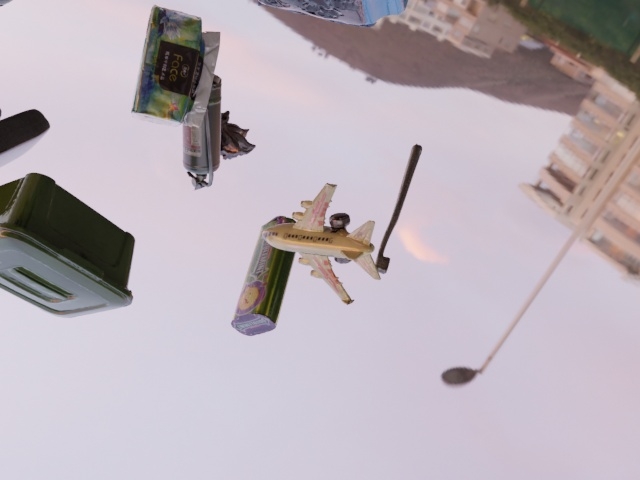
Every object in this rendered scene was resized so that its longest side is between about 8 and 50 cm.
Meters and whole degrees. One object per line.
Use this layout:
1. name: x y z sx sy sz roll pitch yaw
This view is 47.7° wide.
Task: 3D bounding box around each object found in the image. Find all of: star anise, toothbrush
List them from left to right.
1. star anise: -0.318 -0.315 2.140 0.236 0.109 0.223 22 -144 -34
2. toothbrush: 0.169 -0.070 1.554 0.030 0.297 0.030 18 173 1

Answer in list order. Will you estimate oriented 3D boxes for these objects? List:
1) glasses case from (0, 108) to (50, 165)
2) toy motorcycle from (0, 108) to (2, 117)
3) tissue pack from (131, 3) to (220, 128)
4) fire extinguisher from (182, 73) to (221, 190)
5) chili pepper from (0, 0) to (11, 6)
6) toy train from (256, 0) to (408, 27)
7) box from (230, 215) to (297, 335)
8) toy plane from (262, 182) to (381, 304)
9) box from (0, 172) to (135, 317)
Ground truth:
1. glasses case: -0.721 -0.194 1.560 0.074 0.131 0.323 52 -152 -10
2. toy motorcycle: -0.588 -0.228 0.949 0.319 0.182 0.241 30 176 -7
3. tissue pack: -0.154 -0.180 0.775 0.079 0.111 0.085 11 -178 -15
4. fire extinguisher: -0.277 -0.233 1.680 0.093 0.294 0.118 -18 -143 -36
5. chili pepper: -0.485 -0.485 1.033 0.233 0.256 0.249 -18 -93 -61
6. toy train: 0.003 -0.483 1.120 0.300 0.265 0.188 16 178 11
7. box: -0.148 0.092 2.021 0.097 0.134 0.346 42 -135 -31
8. toy plane: 0.000 0.000 1.285 0.244 0.229 0.092 13 -149 39
9. box: -0.550 0.015 1.470 0.328 0.252 0.178 42 -133 -46
